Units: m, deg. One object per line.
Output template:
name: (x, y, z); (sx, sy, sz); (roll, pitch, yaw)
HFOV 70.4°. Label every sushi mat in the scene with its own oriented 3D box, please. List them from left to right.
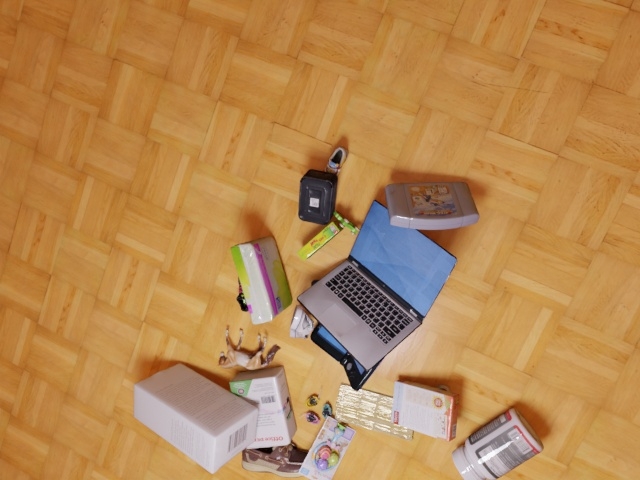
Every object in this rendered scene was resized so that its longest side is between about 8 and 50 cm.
sushi mat: (0.215, 0.670, 1.774); (0.316, 0.019, 0.151); (12, 97, 11)

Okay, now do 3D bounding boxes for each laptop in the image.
laptop: (0.172, 0.139, 1.541); (0.408, 0.236, 0.382); (-36, 54, -19)

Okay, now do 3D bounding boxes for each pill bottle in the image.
pill bottle: (0.624, 0.742, 1.615); (0.283, 0.161, 0.161); (-41, 86, 14)

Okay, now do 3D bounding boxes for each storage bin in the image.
storage bin: (-0.010, -0.160, 1.676); (0.122, 0.084, 0.180); (12, 121, 11)

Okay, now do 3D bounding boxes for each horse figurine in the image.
horse figurine: (-0.300, 0.460, 1.849); (0.263, 0.066, 0.174); (8, 92, 14)

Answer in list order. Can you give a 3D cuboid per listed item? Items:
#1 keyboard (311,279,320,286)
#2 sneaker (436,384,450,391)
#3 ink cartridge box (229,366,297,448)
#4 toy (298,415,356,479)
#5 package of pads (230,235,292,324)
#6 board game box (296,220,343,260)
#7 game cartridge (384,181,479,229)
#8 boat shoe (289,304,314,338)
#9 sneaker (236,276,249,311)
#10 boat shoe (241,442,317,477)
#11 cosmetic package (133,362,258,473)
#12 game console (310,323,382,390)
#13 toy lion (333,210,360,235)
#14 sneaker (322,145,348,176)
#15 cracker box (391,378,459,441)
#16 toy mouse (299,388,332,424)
keyboard: (0.112, 0.262, 1.752); (0.317, 0.033, 0.201); (6, 96, 13)
sneaker: (0.431, 0.623, 1.691); (0.065, 0.076, 0.166); (19, 100, 11)
ink cartridge box: (-0.228, 0.671, 1.826); (0.201, 0.117, 0.278); (-11, 93, 14)
toy: (0.034, 0.825, 1.758); (0.137, 0.056, 0.237); (32, 76, -10)
package of pads: (-0.214, 0.140, 1.713); (0.101, 0.229, 0.296); (-14, 93, 17)
board game box: (0.000, 0.000, 1.718); (0.181, 0.092, 0.043); (-40, 86, 13)
game cartridge: (0.379, -0.120, 1.551); (0.297, 0.198, 0.062); (-2, 132, 0)
boat shoe: (-0.065, 0.310, 1.705); (0.084, 0.258, 0.095); (14, 67, 2)
sneaker: (-0.302, 0.210, 1.818); (0.063, 0.075, 0.170); (-5, 94, 13)
boat shoe: (-0.160, 0.863, 1.833); (0.342, 0.123, 0.123); (-2, 93, 17)
cosmetic package: (-0.489, 0.668, 1.756); (0.453, 0.230, 0.161); (18, 108, 31)
game console: (0.121, 0.346, 1.659); (0.173, 0.250, 0.293); (29, 103, -20)
toy lion: (0.093, -0.072, 1.699); (0.100, 0.096, 0.034); (33, 106, -34)
sneaker: (0.042, -0.264, 1.686); (0.069, 0.084, 0.185); (24, 100, 10)
cracker box: (0.377, 0.611, 1.648); (0.232, 0.067, 0.155); (4, 86, 39)
toy mouse: (-0.005, 0.692, 1.821); (0.161, 0.031, 0.143); (-43, 85, 14)
